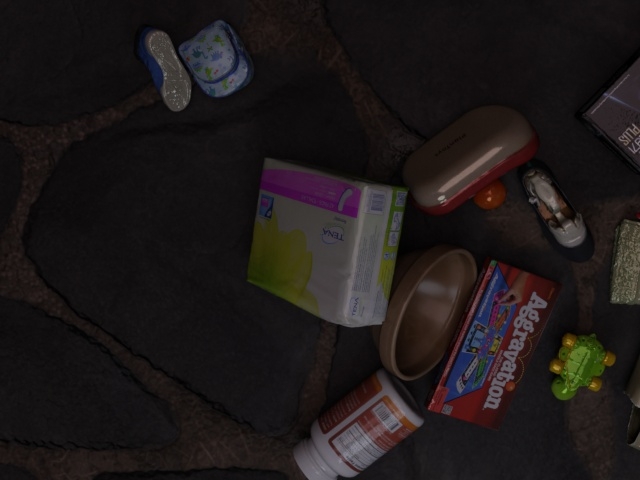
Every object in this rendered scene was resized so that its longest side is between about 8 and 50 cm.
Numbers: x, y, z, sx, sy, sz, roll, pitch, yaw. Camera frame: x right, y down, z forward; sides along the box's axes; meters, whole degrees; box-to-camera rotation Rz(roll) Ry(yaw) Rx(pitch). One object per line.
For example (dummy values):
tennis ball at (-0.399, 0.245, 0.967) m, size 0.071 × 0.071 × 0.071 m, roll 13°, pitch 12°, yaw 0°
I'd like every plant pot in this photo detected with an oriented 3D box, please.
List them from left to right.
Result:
plant pot at (0.150, 0.104, 1.595) m, size 0.110 × 0.237 × 0.237 m, roll 26°, pitch 100°, yaw 33°

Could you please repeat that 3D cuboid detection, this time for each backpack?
backpack at (-0.173, -0.300, 1.613) m, size 0.105 × 0.084 × 0.114 m, roll -30°, pitch 97°, yaw 10°

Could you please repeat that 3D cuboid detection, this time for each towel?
towel at (0.548, 0.041, 1.628) m, size 0.110 × 0.027 × 0.148 m, roll 7°, pitch 98°, yaw 5°

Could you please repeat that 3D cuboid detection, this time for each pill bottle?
pill bottle at (0.062, 0.328, 1.659) m, size 0.216 × 0.121 × 0.121 m, roll -39°, pitch 93°, yaw 9°

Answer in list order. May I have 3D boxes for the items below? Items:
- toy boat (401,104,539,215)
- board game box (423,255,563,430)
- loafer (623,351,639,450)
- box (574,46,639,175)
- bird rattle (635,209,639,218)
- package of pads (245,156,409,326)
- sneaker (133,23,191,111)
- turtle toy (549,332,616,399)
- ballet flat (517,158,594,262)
toy boat at (0.260, -0.112, 1.592) m, size 0.231 × 0.151 × 0.151 m, roll -36°, pitch 124°, yaw 9°
board game box at (0.296, 0.180, 1.647) m, size 0.145 × 0.027 × 0.281 m, roll 19°, pitch 99°, yaw -17°
loafer at (0.560, 0.243, 1.616) m, size 0.092 × 0.102 × 0.268 m, roll -4°, pitch 99°, yaw 1°
box at (0.534, -0.219, 1.569) m, size 0.147 × 0.077 × 0.180 m, roll 43°, pitch 98°, yaw -2°
bird rattle at (0.610, -0.123, 1.524) m, size 0.253 × 0.207 × 0.143 m, roll -44°, pitch 74°, yaw 0°
package of pads at (0.000, 0.000, 1.546) m, size 0.101 × 0.296 × 0.229 m, roll 3°, pitch 100°, yaw -37°
sneaker at (-0.272, -0.298, 1.640) m, size 0.058 × 0.084 × 0.152 m, roll -32°, pitch 129°, yaw -16°
turtle toy at (0.436, 0.215, 1.640) m, size 0.095 × 0.066 × 0.130 m, roll 26°, pitch 99°, yaw 3°
ballet flat at (0.395, -0.045, 1.608) m, size 0.074 × 0.074 × 0.203 m, roll -32°, pitch 94°, yaw 8°
